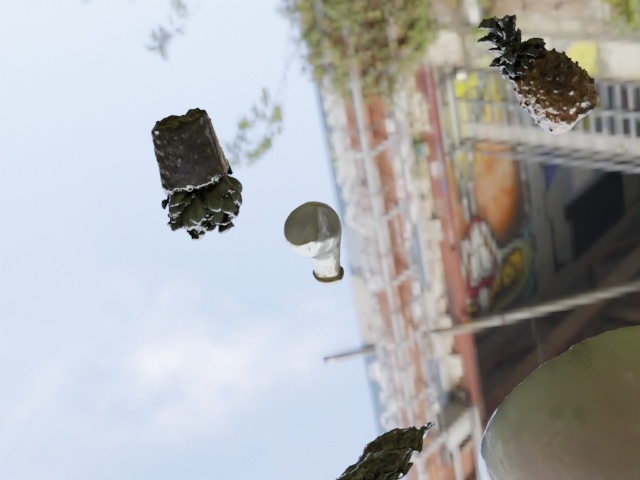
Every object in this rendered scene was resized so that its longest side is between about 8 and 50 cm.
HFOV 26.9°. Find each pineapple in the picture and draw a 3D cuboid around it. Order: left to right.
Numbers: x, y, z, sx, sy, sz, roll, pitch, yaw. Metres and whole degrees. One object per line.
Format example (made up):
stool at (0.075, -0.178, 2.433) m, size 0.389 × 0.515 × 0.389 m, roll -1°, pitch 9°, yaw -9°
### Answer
pineapple at (0.296, -0.240, 1.858) m, size 0.108 × 0.198 × 0.108 m, roll -43°, pitch -179°, yaw 1°

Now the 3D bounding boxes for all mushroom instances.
mushroom at (0.000, 0.000, 2.547) m, size 0.103 × 0.118 × 0.270 m, roll 1°, pitch 162°, yaw 14°

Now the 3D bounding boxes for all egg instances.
egg at (0.411, 0.329, 1.631) m, size 0.354 × 0.354 × 0.340 m, roll -17°, pitch -133°, yaw -13°

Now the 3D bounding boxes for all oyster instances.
oyster at (0.059, 0.341, 1.817) m, size 0.252 × 0.087 × 0.199 m, roll -41°, pitch 179°, yaw 14°

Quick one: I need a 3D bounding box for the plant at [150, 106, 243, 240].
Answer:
plant at (-0.141, -0.072, 1.496) m, size 0.094 × 0.143 × 0.092 m, roll -20°, pitch -162°, yaw -2°
